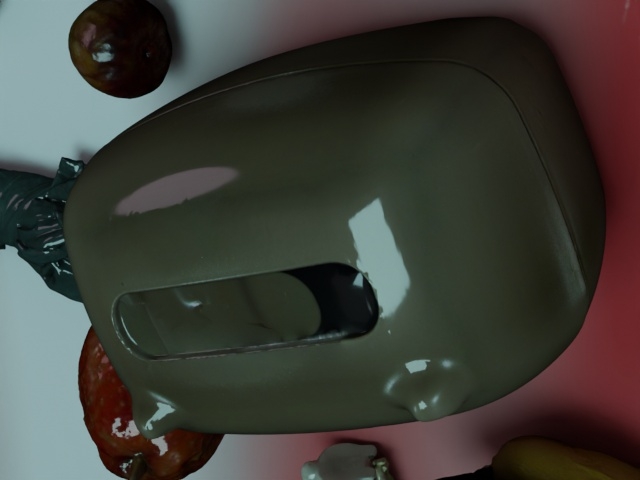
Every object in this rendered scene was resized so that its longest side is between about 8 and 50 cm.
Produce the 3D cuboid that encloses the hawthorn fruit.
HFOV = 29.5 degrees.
[{"bbox_3d":[-0.157,0.139,1.154,0.173,0.173,0.179,7,81,25],"label":"hawthorn fruit"}]

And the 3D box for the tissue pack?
[{"bbox_3d":[0.000,0.000,0.913,0.387,0.277,0.267,-9,113,32],"label":"tissue pack"}]

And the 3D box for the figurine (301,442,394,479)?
[{"bbox_3d":[0.040,0.278,1.200,0.098,0.081,0.146,4,122,27],"label":"figurine"}]

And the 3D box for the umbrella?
[{"bbox_3d":[-0.261,-0.013,1.164,0.348,0.094,0.143,9,132,19],"label":"umbrella"}]

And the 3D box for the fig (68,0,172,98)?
[{"bbox_3d":[-0.186,-0.170,1.034,0.125,0.089,0.089,19,130,40],"label":"fig"}]

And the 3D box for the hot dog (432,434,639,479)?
[{"bbox_3d":[0.249,0.264,1.067,0.326,0.107,0.194,40,141,-13],"label":"hot dog"}]
